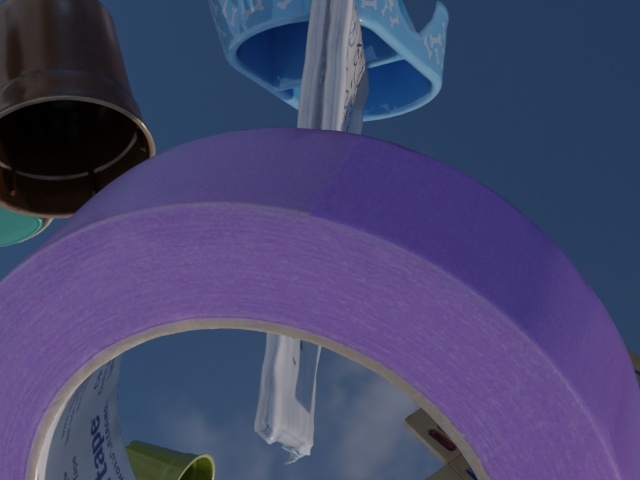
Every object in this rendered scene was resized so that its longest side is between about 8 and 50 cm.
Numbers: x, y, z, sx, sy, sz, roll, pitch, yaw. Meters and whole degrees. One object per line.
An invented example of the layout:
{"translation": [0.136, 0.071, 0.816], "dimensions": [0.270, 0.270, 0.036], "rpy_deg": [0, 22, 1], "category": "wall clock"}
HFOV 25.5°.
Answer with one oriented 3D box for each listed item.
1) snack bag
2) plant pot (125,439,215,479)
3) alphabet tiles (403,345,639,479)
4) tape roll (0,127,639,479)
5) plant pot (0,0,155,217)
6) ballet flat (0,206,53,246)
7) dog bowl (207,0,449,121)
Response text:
{"translation": [0.000, 0.000, 1.097], "dimensions": [0.037, 0.323, 0.342], "rpy_deg": [7, -100, 4], "category": "snack bag"}
{"translation": [-0.158, 0.233, 1.380], "dimensions": [0.079, 0.083, 0.083], "rpy_deg": [20, -65, 24], "category": "plant pot"}
{"translation": [0.245, 0.222, 1.176], "dimensions": [0.342, 0.285, 0.011], "rpy_deg": [42, -36, 29], "category": "alphabet tiles"}
{"translation": [-0.012, 0.098, 0.562], "dimensions": [0.275, 0.090, 0.274], "rpy_deg": [6, -65, 14], "category": "tape roll"}
{"translation": [-0.243, -0.135, 1.312], "dimensions": [0.167, 0.167, 0.165], "rpy_deg": [-49, -140, 39], "category": "plant pot"}
{"translation": [-0.301, -0.060, 1.491], "dimensions": [0.248, 0.086, 0.086], "rpy_deg": [-22, -95, 45], "category": "ballet flat"}
{"translation": [0.012, -0.178, 1.248], "dimensions": [0.166, 0.297, 0.074], "rpy_deg": [-12, -107, 22], "category": "dog bowl"}
